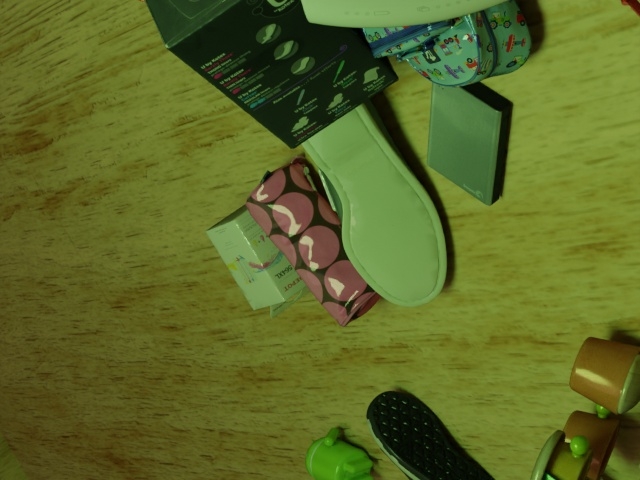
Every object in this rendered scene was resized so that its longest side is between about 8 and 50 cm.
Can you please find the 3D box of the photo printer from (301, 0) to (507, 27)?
[{"bbox_3d":[0.074,-0.331,1.343,0.107,0.256,0.307,-91,-11,-62],"label":"photo printer"}]

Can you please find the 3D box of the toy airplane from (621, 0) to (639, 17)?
[{"bbox_3d":[0.254,-0.222,1.319,0.028,0.151,0.151,-43,81,22],"label":"toy airplane"}]

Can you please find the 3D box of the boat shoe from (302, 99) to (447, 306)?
[{"bbox_3d":[0.058,-0.071,1.825,0.319,0.116,0.099,60,-165,-23],"label":"boat shoe"}]

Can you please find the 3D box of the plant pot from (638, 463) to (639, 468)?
[{"bbox_3d":[0.404,0.230,1.585,0.109,0.109,0.096,10,142,52],"label":"plant pot"}]

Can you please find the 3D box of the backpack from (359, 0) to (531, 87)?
[{"bbox_3d":[0.114,-0.220,1.534,0.158,0.117,0.173,-4,118,57],"label":"backpack"}]

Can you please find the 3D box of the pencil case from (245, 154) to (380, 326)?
[{"bbox_3d":[0.000,0.000,1.963,0.209,0.098,0.095,51,-167,5],"label":"pencil case"}]

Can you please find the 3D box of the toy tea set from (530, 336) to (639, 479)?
[{"bbox_3d":[0.301,0.262,1.699,0.124,0.200,0.336,20,137,18],"label":"toy tea set"}]

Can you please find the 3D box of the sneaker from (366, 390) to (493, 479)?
[{"bbox_3d":[0.139,0.302,2.063,0.235,0.084,0.097,47,151,14],"label":"sneaker"}]

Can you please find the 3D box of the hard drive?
[{"bbox_3d":[0.155,-0.111,1.679,0.094,0.022,0.135,37,146,30],"label":"hard drive"}]

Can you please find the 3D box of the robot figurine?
[{"bbox_3d":[0.025,0.319,2.268,0.115,0.067,0.101,17,115,50],"label":"robot figurine"}]

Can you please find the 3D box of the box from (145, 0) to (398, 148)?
[{"bbox_3d":[-0.058,-0.232,1.580,0.270,0.143,0.165,35,-154,-59],"label":"box"}]

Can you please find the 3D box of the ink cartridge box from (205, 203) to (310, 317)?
[{"bbox_3d":[-0.061,0.018,2.063,0.143,0.092,0.090,58,150,-7],"label":"ink cartridge box"}]
